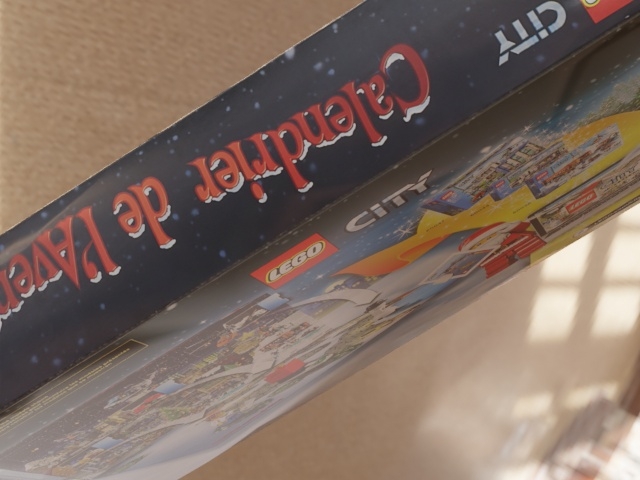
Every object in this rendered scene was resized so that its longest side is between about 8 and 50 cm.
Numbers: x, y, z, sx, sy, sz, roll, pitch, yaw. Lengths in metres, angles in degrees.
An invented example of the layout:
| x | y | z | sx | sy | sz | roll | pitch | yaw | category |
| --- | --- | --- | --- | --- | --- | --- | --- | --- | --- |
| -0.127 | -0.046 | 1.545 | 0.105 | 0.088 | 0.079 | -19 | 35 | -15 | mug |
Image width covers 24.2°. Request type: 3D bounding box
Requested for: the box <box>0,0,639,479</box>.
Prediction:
| x | y | z | sx | sy | sz | roll | pitch | yaw | category |
| --- | --- | --- | --- | --- | --- | --- | --- | --- | --- |
| 0.000 | 0.000 | 0.441 | 0.233 | 0.044 | 0.159 | -32 | 160 | 8 | box |
